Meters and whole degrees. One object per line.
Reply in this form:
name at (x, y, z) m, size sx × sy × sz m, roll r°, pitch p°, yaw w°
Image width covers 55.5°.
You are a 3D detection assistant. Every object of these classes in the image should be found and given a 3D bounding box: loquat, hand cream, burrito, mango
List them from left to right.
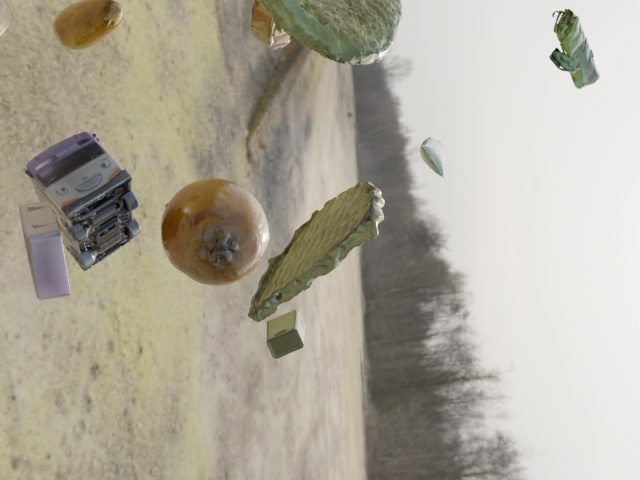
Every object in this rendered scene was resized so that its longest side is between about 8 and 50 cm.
mango at (-0.624, -0.584, 1.638) m, size 0.109 × 0.228 × 0.147 m, roll 59°, pitch 38°, yaw -40°
loquat at (-0.314, -0.025, 1.815) m, size 0.328 × 0.329 × 0.328 m, roll -5°, pitch 90°, yaw -85°
hand cream at (0.235, -0.182, 1.286) m, size 0.078 × 0.050 × 0.205 m, roll 56°, pitch 16°, yaw -10°
burrito at (0.640, -0.469, 1.548) m, size 0.054 × 0.104 × 0.288 m, roll 38°, pitch 0°, yaw 43°

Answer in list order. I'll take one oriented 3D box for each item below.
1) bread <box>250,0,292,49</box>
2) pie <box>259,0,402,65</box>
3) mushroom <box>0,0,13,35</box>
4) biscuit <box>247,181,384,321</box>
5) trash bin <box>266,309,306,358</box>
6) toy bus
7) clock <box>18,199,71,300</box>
bread at (-0.129, -0.650, 1.736) m, size 0.132 × 0.114 × 0.190 m, roll -33°, pitch 151°, yaw -41°
pie at (0.001, -0.352, 0.813) m, size 0.079 × 0.277 × 0.276 m, roll -24°, pitch -116°, yaw 50°
mushroom at (-0.555, -0.311, 0.798) m, size 0.286 × 0.156 × 0.151 m, roll -41°, pitch 146°, yaw -35°
biscuit at (0.000, 0.000, 0.904) m, size 0.036 × 0.274 × 0.187 m, roll 39°, pitch 36°, yaw -18°
trash bin at (-0.057, 0.154, 1.002) m, size 0.092 × 0.061 × 0.042 m, roll -102°, pitch 169°, yaw -81°
toy bus at (-0.680, -0.112, 1.762) m, size 0.249 × 0.209 × 0.440 m, roll 49°, pitch -25°, yaw 7°
clock at (-0.569, 0.015, 1.250) m, size 0.197 × 0.063 × 0.150 m, roll 38°, pitch -47°, yaw 52°
